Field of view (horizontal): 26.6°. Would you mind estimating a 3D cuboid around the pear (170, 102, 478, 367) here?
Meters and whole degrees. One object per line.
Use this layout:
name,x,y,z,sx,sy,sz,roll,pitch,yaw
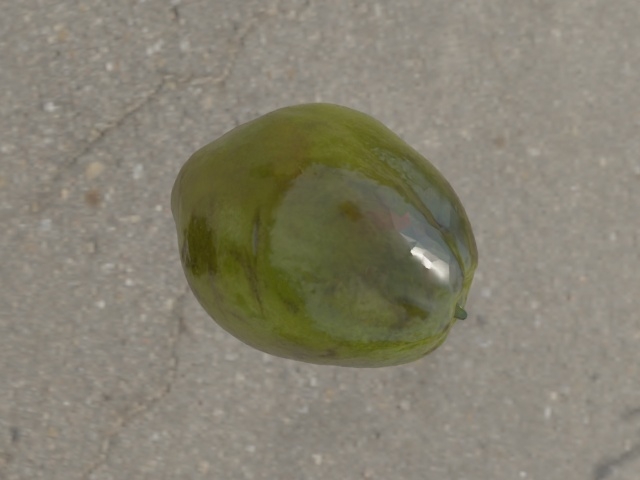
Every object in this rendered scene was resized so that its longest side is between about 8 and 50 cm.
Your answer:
pear,0.000,0.000,1.316,0.269,0.321,0.269,-50,157,-30
